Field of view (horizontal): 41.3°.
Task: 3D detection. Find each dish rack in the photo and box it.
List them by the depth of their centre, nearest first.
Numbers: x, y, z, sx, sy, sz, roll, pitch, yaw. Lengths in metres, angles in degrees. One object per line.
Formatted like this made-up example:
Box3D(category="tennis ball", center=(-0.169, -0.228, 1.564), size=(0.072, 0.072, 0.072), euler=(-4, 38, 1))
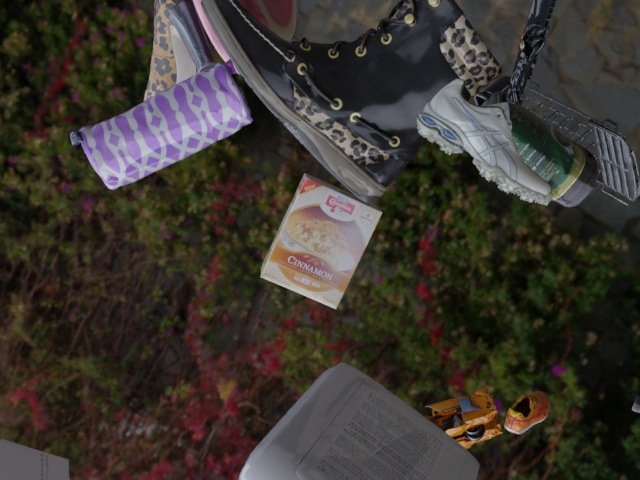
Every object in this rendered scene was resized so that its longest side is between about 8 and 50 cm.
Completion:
Box3D(category="dish rack", center=(0.387, -0.149, 1.371), size=(0.271, 0.074, 0.208), euler=(38, 172, 38))

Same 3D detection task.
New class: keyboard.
Box3D(category="keyboard", center=(0.277, -0.276, 1.085), size=(0.033, 0.201, 0.317), euler=(17, 163, 10))

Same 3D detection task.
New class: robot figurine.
Box3D(category="robot figurine", center=(0.254, 0.424, 1.901), size=(0.211, 0.291, 0.085), euler=(65, -170, -53))

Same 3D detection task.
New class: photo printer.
Box3D(category="photo printer", center=(0.048, 0.300, 1.026), size=(0.256, 0.107, 0.307), euler=(35, -155, 8))

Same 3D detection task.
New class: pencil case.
Box3D(category="pencil case", center=(-0.182, -0.136, 1.003), size=(0.086, 0.206, 0.088), euler=(69, 175, -47))

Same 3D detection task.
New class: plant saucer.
Box3D(category="plant saucer", center=(-0.117, -0.429, 1.336), size=(0.084, 0.332, 0.332), euler=(-9, 180, 18))

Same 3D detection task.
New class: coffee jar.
Box3D(category="coffee jar", center=(0.300, -0.125, 1.191), size=(0.184, 0.079, 0.096), euler=(32, -149, -8))

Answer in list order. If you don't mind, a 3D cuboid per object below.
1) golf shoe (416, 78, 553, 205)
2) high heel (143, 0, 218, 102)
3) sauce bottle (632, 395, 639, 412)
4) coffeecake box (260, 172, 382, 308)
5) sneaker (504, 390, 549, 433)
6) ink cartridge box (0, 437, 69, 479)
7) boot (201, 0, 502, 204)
Box3D(category="golf shoe", center=(0.195, -0.110, 0.941), size=(0.176, 0.086, 0.069), euler=(36, -176, 3))
Box3D(category="high heel", center=(-0.270, -0.329, 1.481), size=(0.093, 0.261, 0.186), euler=(-18, -98, -37))
Box3D(category="sauce bottle", center=(0.562, 0.285, 1.350), size=(0.128, 0.042, 0.042), euler=(24, -172, 28))
Box3D(category="coffeecake box", center=(0.000, 0.000, 1.443), size=(0.142, 0.185, 0.068), euler=(24, -171, -8))
Box3D(category="sneaker", center=(0.463, 0.367, 1.868), size=(0.064, 0.067, 0.175), euler=(23, -155, 28))
Box3D(category="ink cartridge box", center=(-0.504, 0.364, 1.145), size=(0.273, 0.198, 0.115), euler=(26, -170, -24))
Box3D(category="boot", center=(0.048, -0.267, 1.191), size=(0.377, 0.284, 0.138), euler=(47, -170, -14))
